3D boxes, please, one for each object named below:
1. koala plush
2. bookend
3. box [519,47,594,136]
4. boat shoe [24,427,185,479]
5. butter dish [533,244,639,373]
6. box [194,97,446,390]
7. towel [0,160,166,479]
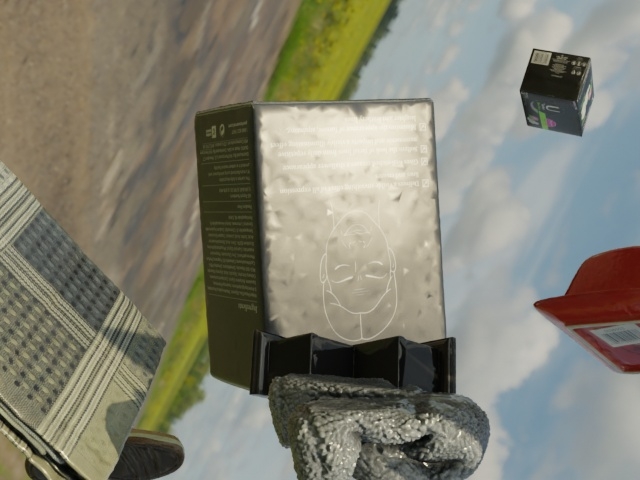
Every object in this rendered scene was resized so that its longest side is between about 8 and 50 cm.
[{"bbox_3d":[0.053,0.251,1.007,0.196,0.203,0.221,-158,-108,-79],"label":"koala plush"},{"bbox_3d":[0.034,0.133,1.145,0.156,0.157,0.072,-17,-117,44],"label":"bookend"},{"bbox_3d":[0.244,-0.151,1.110,0.052,0.062,0.083,-70,158,-15],"label":"box"},{"bbox_3d":[-0.258,0.247,1.309,0.072,0.190,0.068,-96,-173,-64],"label":"boat shoe"},{"bbox_3d":[0.316,0.052,1.035,0.160,0.160,0.118,-11,-128,49],"label":"butter dish"},{"bbox_3d":[0.000,0.000,1.561,0.212,0.293,0.396,2,-85,62],"label":"box"},{"bbox_3d":[-0.295,0.072,1.059,0.056,0.312,0.324,-37,-166,16],"label":"towel"}]
